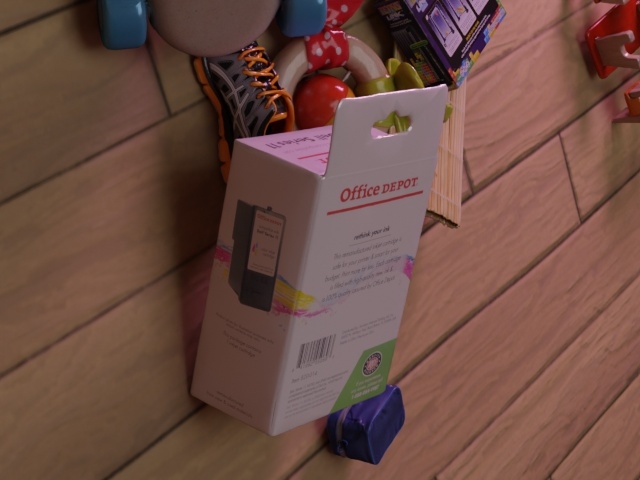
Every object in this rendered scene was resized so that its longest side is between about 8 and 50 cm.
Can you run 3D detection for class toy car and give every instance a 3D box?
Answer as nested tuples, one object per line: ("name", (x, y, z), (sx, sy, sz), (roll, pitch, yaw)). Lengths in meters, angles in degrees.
("toy car", (-0.120, -0.324, 1.460), (0.238, 0.219, 0.210), (-110, -160, -44))

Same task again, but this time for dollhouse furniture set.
("dollhouse furniture set", (0.489, -0.343, 2.269), (0.259, 0.135, 0.262), (-40, 118, -33))

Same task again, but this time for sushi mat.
("sushi mat", (0.134, -0.181, 1.841), (0.151, 0.019, 0.316), (22, 65, -43))

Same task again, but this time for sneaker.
("sneaker", (-0.070, -0.153, 1.560), (0.084, 0.083, 0.215), (-28, 108, -48))

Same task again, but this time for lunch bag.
("lunch bag", (0.047, 0.208, 1.695), (0.098, 0.065, 0.067), (-50, 140, -42))

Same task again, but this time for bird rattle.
("bird rattle", (0.019, -0.173, 1.646), (0.253, 0.143, 0.207), (45, 71, -36))

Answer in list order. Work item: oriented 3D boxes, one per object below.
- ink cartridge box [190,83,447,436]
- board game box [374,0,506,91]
("ink cartridge box", (0.000, 0.000, 1.510), (0.207, 0.119, 0.353), (-13, 121, -51))
("board game box", (0.151, -0.285, 1.833), (0.141, 0.048, 0.170), (54, 47, -22))
